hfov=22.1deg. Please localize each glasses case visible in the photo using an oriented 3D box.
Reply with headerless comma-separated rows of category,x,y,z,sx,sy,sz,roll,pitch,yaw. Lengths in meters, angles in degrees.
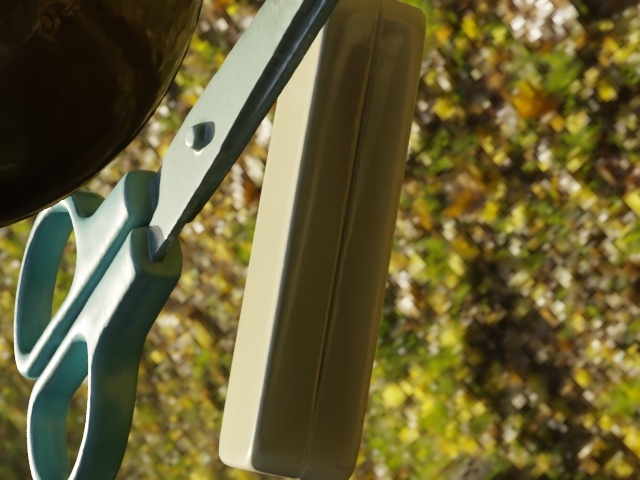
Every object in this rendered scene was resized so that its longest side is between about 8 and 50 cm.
glasses case,0.000,0.000,1.163,0.076,0.337,0.144,11,173,-12

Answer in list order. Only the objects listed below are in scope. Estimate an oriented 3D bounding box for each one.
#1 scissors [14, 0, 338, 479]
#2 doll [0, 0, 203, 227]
scissors,-0.071,-0.027,0.823,0.447,0.029,0.193,-51,41,46
doll,-0.083,-0.093,0.424,0.182,0.257,0.117,1,143,35
